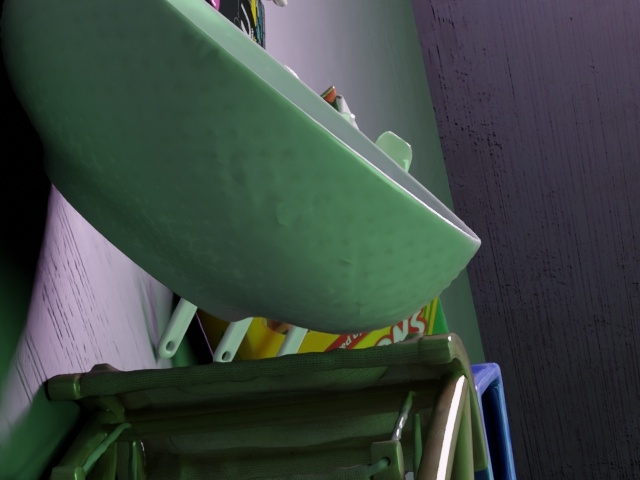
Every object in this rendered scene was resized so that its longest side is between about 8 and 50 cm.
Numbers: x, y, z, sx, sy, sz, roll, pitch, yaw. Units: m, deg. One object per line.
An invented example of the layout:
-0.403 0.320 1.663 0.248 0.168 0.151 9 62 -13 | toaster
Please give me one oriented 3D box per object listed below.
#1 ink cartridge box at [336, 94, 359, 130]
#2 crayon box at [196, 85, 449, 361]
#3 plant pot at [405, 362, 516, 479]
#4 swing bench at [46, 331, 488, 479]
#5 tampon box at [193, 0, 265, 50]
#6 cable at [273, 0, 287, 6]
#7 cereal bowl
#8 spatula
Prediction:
0.000 0.000 1.818 0.273 0.114 0.197 57 28 -66 | ink cartridge box
-0.001 0.051 1.565 0.202 0.081 0.318 -41 137 -22 | crayon box
0.080 0.253 1.794 0.236 0.212 0.236 -11 93 -81 | plant pot
-0.035 0.159 1.100 0.254 0.253 0.165 -83 162 -56 | swing bench
-0.109 -0.176 1.378 0.161 0.101 0.120 67 18 -57 | tampon box
-0.087 -0.312 1.697 0.287 0.072 0.139 30 47 -77 | cable
-0.070 -0.053 1.140 0.339 0.141 0.339 40 5 -5 | cereal bowl
-0.026 0.004 1.434 0.168 0.019 0.242 30 84 -45 | spatula
